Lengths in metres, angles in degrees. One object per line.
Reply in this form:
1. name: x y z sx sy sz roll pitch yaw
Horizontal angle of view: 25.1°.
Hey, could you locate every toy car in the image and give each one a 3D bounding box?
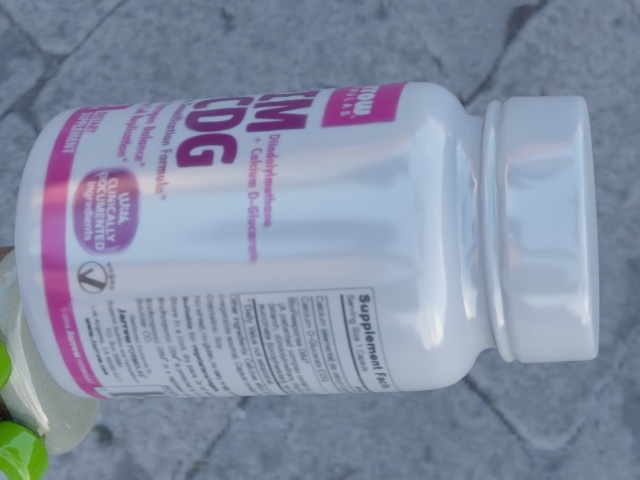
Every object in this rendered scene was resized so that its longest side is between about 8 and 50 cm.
1. toy car: -0.247 0.071 0.954 0.155 0.188 0.149 -60 144 -50

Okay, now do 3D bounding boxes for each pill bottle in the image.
1. pill bottle: 0.000 0.000 0.756 0.160 0.283 0.160 -3 90 -77
